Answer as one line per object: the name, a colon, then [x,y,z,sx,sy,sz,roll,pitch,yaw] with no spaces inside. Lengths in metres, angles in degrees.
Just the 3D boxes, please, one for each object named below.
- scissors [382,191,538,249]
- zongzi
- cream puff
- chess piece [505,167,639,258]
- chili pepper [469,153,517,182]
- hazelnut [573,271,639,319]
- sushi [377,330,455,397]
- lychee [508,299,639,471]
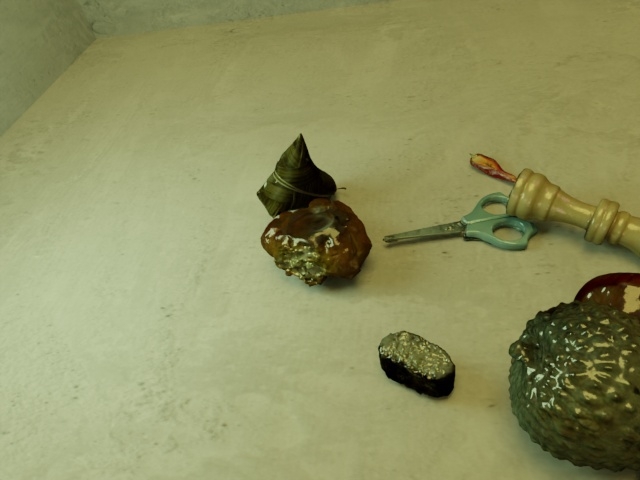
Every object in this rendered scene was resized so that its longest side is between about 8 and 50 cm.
scissors: [0.328,-0.029,1.252,0.360,0.029,0.191,-10,45,3]
zongzi: [-0.013,-0.178,1.320,0.247,0.241,0.111,-15,61,-43]
cream puff: [0.000,0.000,1.220,0.241,0.155,0.269,-28,43,-15]
chess piece: [0.612,-0.039,1.124,0.397,0.117,0.117,26,56,26]
chili pepper: [0.463,-0.188,1.383,0.045,0.027,0.178,-36,47,-16]
hazelnut: [0.568,0.151,0.938,0.170,0.160,0.202,-28,82,3]
sushi: [0.184,0.235,0.989,0.150,0.078,0.090,18,46,30]
lychee: [0.430,0.227,0.820,0.274,0.255,0.255,18,49,2]
